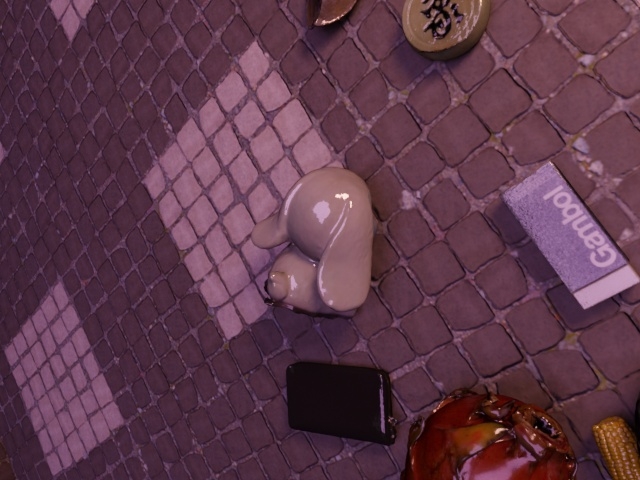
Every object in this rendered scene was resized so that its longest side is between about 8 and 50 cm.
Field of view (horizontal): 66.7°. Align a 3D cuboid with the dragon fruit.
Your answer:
[{"bbox_3d":[0.249,0.352,0.744,0.251,0.250,0.314,18,117,30],"label":"dragon fruit"}]

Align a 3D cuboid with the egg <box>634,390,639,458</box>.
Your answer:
[{"bbox_3d":[0.490,0.241,0.608,0.169,0.169,0.230,19,108,30],"label":"egg"}]

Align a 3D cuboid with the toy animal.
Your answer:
[{"bbox_3d":[-0.015,0.007,0.907,0.249,0.174,0.288,8,99,31],"label":"toy animal"}]

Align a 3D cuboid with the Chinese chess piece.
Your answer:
[{"bbox_3d":[0.205,-0.373,0.803,0.144,0.059,0.143,4,97,32],"label":"Chinese chess piece"}]

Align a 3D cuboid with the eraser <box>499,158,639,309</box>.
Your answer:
[{"bbox_3d":[0.372,-0.010,0.734,0.092,0.046,0.212,-39,74,29],"label":"eraser"}]

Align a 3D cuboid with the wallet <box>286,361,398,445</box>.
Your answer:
[{"bbox_3d":[0.038,0.322,0.979,0.250,0.044,0.148,-7,86,33],"label":"wallet"}]

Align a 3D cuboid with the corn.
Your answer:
[{"bbox_3d":[0.460,0.355,0.697,0.067,0.067,0.206,-31,77,31],"label":"corn"}]

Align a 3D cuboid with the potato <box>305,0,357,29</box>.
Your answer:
[{"bbox_3d":[0.045,-0.522,0.892,0.120,0.100,0.260,-112,31,-55],"label":"potato"}]
